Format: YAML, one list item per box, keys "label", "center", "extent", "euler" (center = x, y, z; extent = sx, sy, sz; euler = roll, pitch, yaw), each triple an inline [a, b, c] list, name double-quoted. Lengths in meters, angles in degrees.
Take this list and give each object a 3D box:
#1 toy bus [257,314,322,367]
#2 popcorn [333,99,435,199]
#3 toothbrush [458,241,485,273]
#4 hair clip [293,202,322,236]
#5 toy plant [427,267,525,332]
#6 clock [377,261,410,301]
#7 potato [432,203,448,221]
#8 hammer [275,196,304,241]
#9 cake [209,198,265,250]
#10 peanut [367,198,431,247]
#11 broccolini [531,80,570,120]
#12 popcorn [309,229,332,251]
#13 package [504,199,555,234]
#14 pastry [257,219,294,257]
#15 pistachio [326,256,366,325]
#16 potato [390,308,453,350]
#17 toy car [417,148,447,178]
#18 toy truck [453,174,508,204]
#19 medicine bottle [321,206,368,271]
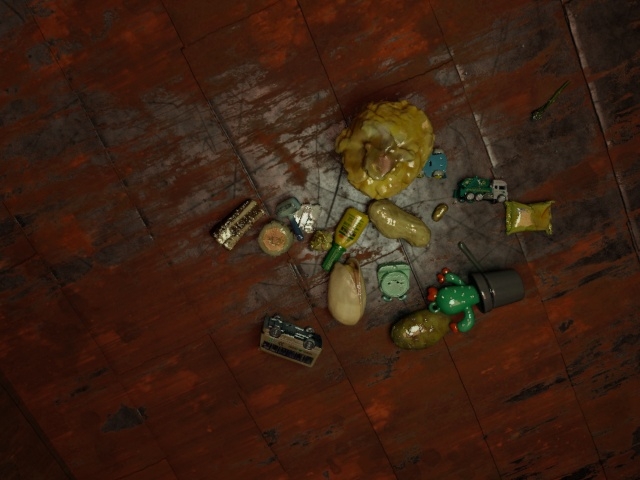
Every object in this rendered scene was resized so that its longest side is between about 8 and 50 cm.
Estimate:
- label: "toy bus"
  center: [-0.144, 0.465, 1.899]
  extent: [0.290, 0.139, 0.157]
  euler: [22, 105, -9]
- label: "popcorn"
  center: [0.256, -0.362, 1.659]
  extent: [0.344, 0.353, 0.390]
  euler: [37, 61, 25]
- label: "toothbrush"
  center: [0.735, 0.120, 1.912]
  extent: [0.030, 0.031, 0.297]
  euler: [-44, 99, -20]
- label: "hair clip"
  center: [-0.069, -0.095, 1.833]
  extent: [0.116, 0.049, 0.172]
  euler: [19, 98, -10]
- label: "toy plant"
  center: [0.680, 0.250, 1.831]
  extent: [0.401, 0.185, 0.279]
  euler: [-14, 92, 4]
- label: "clock"
  center: [0.343, 0.194, 1.897]
  extent: [0.148, 0.060, 0.188]
  euler: [-7, 102, -1]
- label: "potato"
  center: [0.535, -0.127, 1.848]
  extent: [0.045, 0.046, 0.092]
  euler: [17, 114, -41]
- label: "hammer"
  center: [-0.118, -0.087, 1.790]
  extent: [0.116, 0.070, 0.193]
  euler: [-26, 84, 27]
- label: "cake"
  center: [-0.379, -0.074, 1.830]
  extent: [0.112, 0.135, 0.246]
  euler: [48, 67, -21]
- label: "peanut"
  center: [0.342, -0.066, 1.809]
  extent: [0.319, 0.147, 0.147]
  euler: [30, 99, -11]
- label: "broccolini"
  center: [0.996, -0.599, 1.771]
  extent: [0.218, 0.042, 0.044]
  euler: [-43, 100, 5]
- label: "popcorn"
  center: [0.000, 0.001, 1.830]
  extent: [0.089, 0.109, 0.096]
  euler: [12, 60, -24]
- label: "package"
  center: [0.935, -0.105, 1.841]
  extent: [0.227, 0.090, 0.168]
  euler: [-3, 99, 1]
- label: "pastry"
  center: [-0.198, -0.009, 1.826]
  extent: [0.166, 0.088, 0.165]
  euler: [-1, 103, -2]
- label: "pistachio"
  center: [0.122, 0.232, 1.833]
  extent: [0.188, 0.187, 0.298]
  euler: [-3, 105, -1]
- label: "potato"
  center: [0.470, 0.411, 1.904]
  extent: [0.299, 0.141, 0.175]
  euler: [-18, 111, 2]
- label: "toy car"
  center: [0.474, -0.318, 1.796]
  extent: [0.162, 0.098, 0.126]
  euler: [-4, 73, 27]
- label: "toy truck"
  center: [0.704, -0.222, 1.805]
  extent: [0.216, 0.110, 0.116]
  euler: [3, 90, -2]
- label: "medicine bottle"
  center: [0.100, 0.002, 1.843]
  extent: [0.111, 0.076, 0.308]
  euler: [31, 100, 6]
